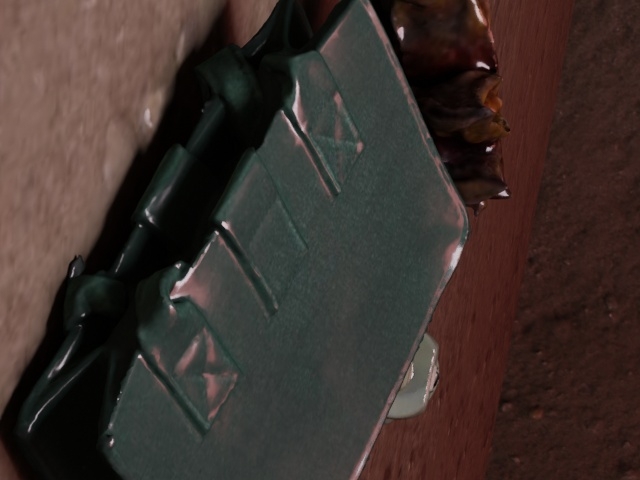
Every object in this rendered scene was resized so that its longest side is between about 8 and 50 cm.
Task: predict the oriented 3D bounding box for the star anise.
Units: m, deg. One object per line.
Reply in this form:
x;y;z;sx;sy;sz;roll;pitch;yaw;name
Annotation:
0.078;-0.118;0.966;0.220;0.099;0.214;72;1;-63;star anise

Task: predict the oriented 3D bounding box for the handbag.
-0.032;0.039;0.792;0.326;0.089;0.238;-61;144;-31;handbag

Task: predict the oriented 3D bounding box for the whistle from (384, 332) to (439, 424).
0.076;0.136;1.423;0.253;0.106;0.102;47;26;-82;whistle
